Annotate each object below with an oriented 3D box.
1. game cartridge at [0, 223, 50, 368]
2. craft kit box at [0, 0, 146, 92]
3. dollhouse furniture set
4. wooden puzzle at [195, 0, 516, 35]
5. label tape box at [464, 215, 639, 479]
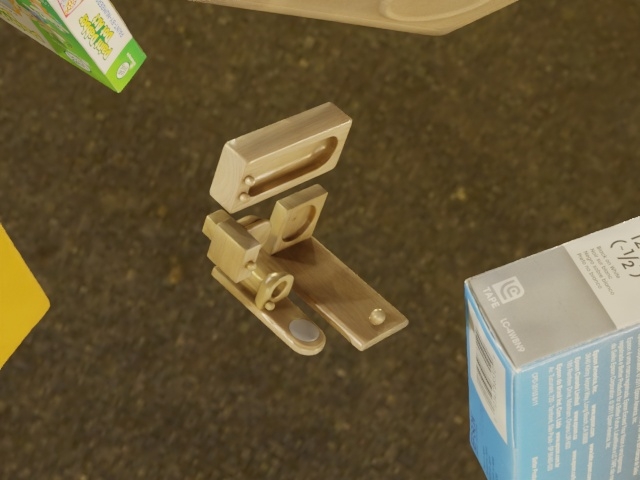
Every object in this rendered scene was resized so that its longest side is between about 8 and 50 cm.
[{"bbox_3d":[-0.358,0.078,1.117,0.052,0.285,0.324,18,59,30],"label":"game cartridge"},{"bbox_3d":[-0.306,-0.263,1.474,0.250,0.061,0.246,33,-5,16],"label":"craft kit box"},{"bbox_3d":[0.000,0.000,1.160,0.123,0.151,0.144,41,43,23],"label":"dollhouse furniture set"},{"bbox_3d":[0.098,-0.262,1.294,0.322,0.348,0.080,1,80,-45],"label":"wooden puzzle"},{"bbox_3d":[0.305,0.090,1.352,0.347,0.249,0.115,-21,50,-10],"label":"label tape box"}]
